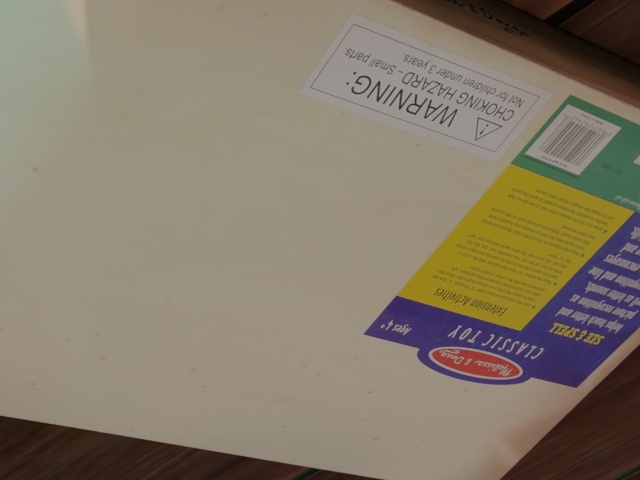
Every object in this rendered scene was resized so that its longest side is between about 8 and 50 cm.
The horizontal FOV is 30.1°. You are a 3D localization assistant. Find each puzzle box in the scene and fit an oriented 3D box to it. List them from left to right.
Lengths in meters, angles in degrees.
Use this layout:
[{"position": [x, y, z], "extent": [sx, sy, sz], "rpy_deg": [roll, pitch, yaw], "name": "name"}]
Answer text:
[{"position": [0.000, 0.000, 0.559], "extent": [0.408, 0.052, 0.272], "rpy_deg": [17, 126, -33], "name": "puzzle box"}]
